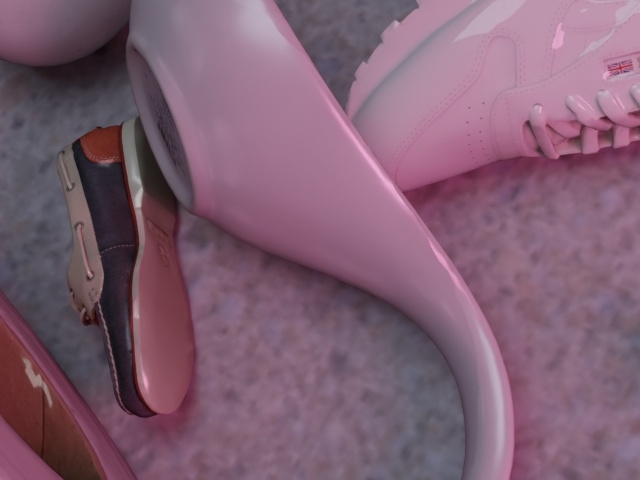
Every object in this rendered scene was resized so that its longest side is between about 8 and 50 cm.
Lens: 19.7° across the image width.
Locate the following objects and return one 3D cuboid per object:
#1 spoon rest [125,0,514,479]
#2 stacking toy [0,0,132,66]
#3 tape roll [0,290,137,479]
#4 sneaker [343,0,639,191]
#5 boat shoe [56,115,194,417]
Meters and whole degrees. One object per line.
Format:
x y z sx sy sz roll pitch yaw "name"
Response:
0.000 0.000 0.700 0.084 0.137 0.276 -20 75 -13 "spoon rest"
-0.124 -0.315 0.806 0.351 0.350 0.480 -5 81 17 "stacking toy"
-0.179 0.089 0.639 0.169 0.246 0.246 -38 61 0 "tape roll"
0.119 -0.075 0.707 0.235 0.090 0.095 -30 71 6 "sneaker"
-0.082 0.012 0.753 0.043 0.049 0.137 -17 60 14 "boat shoe"
